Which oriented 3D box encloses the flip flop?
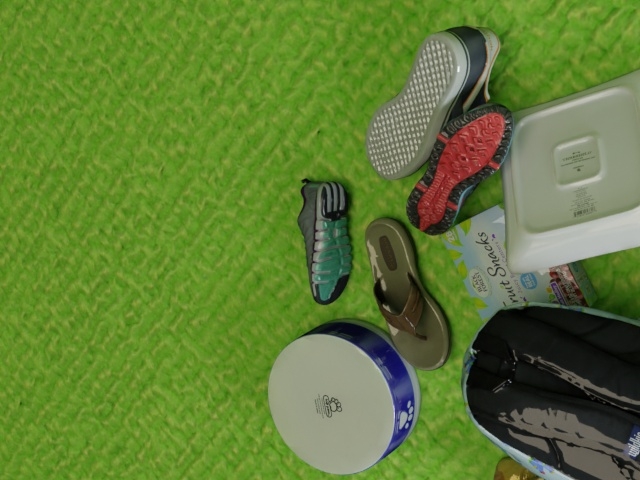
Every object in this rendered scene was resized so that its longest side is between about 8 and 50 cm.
[{"bbox_3d":[0.137,0.095,1.655,0.112,0.080,0.277,-18,91,32],"label":"flip flop"}]

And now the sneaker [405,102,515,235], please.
[{"bbox_3d":[0.222,-0.131,1.520,0.104,0.125,0.262,36,133,1],"label":"sneaker"}]

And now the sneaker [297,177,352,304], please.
[{"bbox_3d":[0.000,0.000,1.734,0.098,0.083,0.224,17,108,51],"label":"sneaker"}]

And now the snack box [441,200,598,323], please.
[{"bbox_3d":[0.316,0.041,1.546,0.174,0.070,0.207,-27,85,31],"label":"snack box"}]

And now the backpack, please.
[{"bbox_3d":[0.375,0.230,1.387,0.355,0.273,0.290,17,85,5],"label":"backpack"}]

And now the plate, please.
[{"bbox_3d":[0.384,-0.109,1.416,0.277,0.045,0.278,-16,62,31],"label":"plate"}]

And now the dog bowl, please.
[{"bbox_3d":[0.040,0.280,1.736,0.264,0.104,0.265,7,104,29],"label":"dog bowl"}]

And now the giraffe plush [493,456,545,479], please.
[{"bbox_3d":[0.354,0.430,1.543,0.210,0.170,0.181,-42,78,30],"label":"giraffe plush"}]

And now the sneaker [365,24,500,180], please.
[{"bbox_3d":[0.185,-0.215,1.550,0.126,0.127,0.321,56,146,16],"label":"sneaker"}]
